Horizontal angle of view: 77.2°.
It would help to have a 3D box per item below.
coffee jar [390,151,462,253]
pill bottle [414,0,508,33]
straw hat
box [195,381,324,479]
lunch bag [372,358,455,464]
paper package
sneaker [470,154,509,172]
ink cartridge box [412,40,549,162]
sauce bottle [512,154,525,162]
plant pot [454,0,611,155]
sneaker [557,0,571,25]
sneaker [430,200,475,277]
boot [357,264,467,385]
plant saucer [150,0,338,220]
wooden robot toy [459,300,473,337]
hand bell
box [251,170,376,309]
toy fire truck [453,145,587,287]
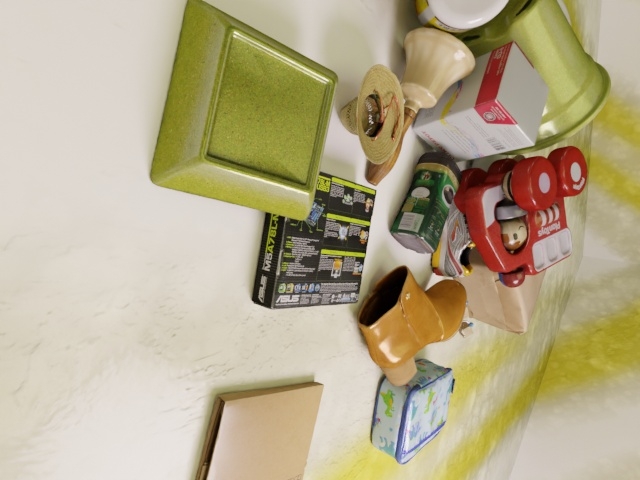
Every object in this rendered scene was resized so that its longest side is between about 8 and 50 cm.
[{"bbox_3d":[0.205,-0.074,0.766,0.096,0.079,0.184,38,70,-44],"label":"coffee jar"},{"bbox_3d":[0.208,-0.380,0.612,0.215,0.118,0.117,-75,158,-66],"label":"pill bottle"},{"bbox_3d":[0.064,-0.180,0.584,0.145,0.061,0.144,-21,117,-51],"label":"straw hat"},{"bbox_3d":[-0.078,0.285,0.556,0.201,0.021,0.164,16,86,-51],"label":"box"},{"bbox_3d":[0.204,0.362,0.866,0.219,0.090,0.175,2,100,-50],"label":"lunch bag"},{"bbox_3d":[0.501,0.029,1.082,0.324,0.168,0.309,-58,137,-22],"label":"paper package"},{"bbox_3d":[0.413,-0.236,0.987,0.091,0.094,0.258,41,60,-30],"label":"sneaker"},{"bbox_3d":[0.285,-0.237,0.727,0.128,0.176,0.127,31,71,-30],"label":"ink cartridge box"},{"bbox_3d":[0.656,-0.230,1.305,0.128,0.042,0.042,36,71,-46],"label":"sauce bottle"},{"bbox_3d":[0.397,-0.361,0.816,0.254,0.276,0.276,40,67,-34],"label":"plant pot"},{"bbox_3d":[0.608,-0.479,1.114,0.150,0.135,0.365,-51,133,-34],"label":"sneaker"},{"bbox_3d":[0.316,-0.025,0.902,0.088,0.093,0.225,-8,104,-48],"label":"sneaker"},{"bbox_3d":[0.191,0.120,0.778,0.295,0.104,0.211,-45,131,-29],"label":"boot"},{"bbox_3d":[-0.059,-0.128,0.423,0.189,0.045,0.188,12,89,-37],"label":"plant saucer"},{"bbox_3d":[0.325,0.185,1.005,0.079,0.076,0.173,-29,128,-2],"label":"wooden robot toy"},{"bbox_3d":[0.138,-0.201,0.660,0.126,0.126,0.241,29,89,-50],"label":"hand bell"},{"bbox_3d":[0.000,0.000,0.565,0.191,0.045,0.184,6,92,-50],"label":"box"},{"bbox_3d":[0.418,-0.043,0.824,0.302,0.169,0.253,-19,99,-32],"label":"toy fire truck"}]
